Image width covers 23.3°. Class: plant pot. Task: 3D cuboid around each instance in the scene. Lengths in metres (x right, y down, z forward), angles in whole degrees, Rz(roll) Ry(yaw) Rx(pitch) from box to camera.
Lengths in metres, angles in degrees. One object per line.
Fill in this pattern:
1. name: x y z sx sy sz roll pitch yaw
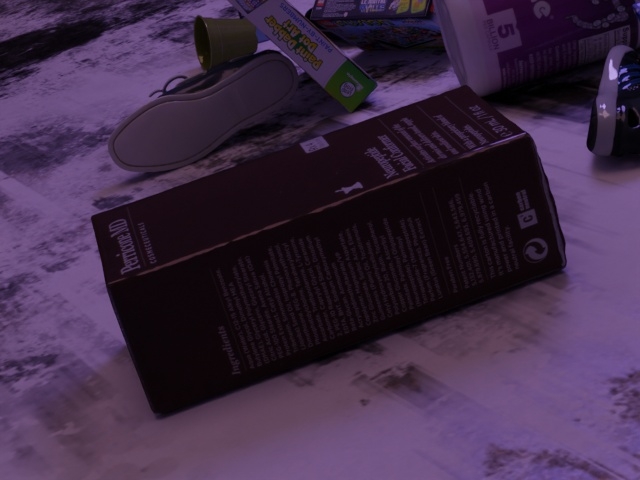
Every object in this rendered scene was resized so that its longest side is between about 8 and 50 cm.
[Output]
1. plant pot: -0.136 -0.293 2.269 0.079 0.083 0.083 -10 19 -19

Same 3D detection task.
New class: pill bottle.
1. pill bottle: 0.291 -0.286 1.797 0.301 0.169 0.169 -18 22 0

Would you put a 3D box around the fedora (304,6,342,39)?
1. fedora: 0.123 -0.410 2.240 0.334 0.152 0.334 -15 22 6

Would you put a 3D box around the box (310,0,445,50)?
1. box: 0.099 -0.286 2.028 0.207 0.036 0.114 6 -12 45

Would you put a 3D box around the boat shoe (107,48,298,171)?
1. boat shoe: -0.151 -0.165 1.924 0.254 0.095 0.079 -32 20 -9

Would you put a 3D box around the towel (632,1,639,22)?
1. towel: 0.467 -0.198 1.486 0.243 0.040 0.336 -25 36 3

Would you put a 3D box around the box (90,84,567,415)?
1. box: 0.000 0.000 1.377 0.381 0.143 0.191 -21 22 -5

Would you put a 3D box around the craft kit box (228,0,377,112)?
1. craft kit box: -0.057 -0.286 1.966 0.061 0.246 0.250 -45 22 4

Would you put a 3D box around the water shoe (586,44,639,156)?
1. water shoe: 0.320 -0.134 1.576 0.080 0.073 0.203 12 33 11

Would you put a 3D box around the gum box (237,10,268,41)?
1. gum box: -0.112 -0.403 2.391 0.041 0.157 0.184 -14 22 7
